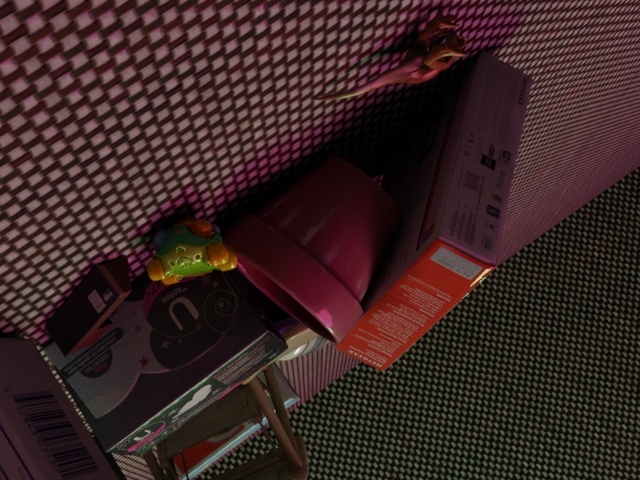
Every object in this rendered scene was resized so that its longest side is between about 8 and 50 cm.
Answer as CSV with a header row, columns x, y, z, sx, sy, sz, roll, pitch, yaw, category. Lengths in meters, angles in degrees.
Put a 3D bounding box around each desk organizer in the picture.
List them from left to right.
x,y,z,sx,sy,sz,roll,pitch,yaw,category
-0.259,0.076,1.249,0.130,0.047,0.050,-44,167,34,desk organizer

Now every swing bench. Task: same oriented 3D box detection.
x,y,z,sx,sy,sz,roll,pitch,yaw,category
-0.178,0.356,1.906,0.253,0.254,0.165,-25,169,10,swing bench

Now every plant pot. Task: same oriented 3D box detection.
x,y,z,sx,sy,sz,roll,pitch,yaw,category
0.000,0.000,1.376,0.180,0.201,0.201,-51,170,-10,plant pot

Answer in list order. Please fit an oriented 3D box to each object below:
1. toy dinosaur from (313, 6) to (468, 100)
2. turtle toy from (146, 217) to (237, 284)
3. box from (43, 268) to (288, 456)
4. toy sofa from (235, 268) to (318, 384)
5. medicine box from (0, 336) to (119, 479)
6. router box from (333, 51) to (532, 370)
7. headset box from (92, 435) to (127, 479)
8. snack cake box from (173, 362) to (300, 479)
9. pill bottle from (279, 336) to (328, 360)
x,y,z,sx,sy,sz,roll,pitch,yaw,category
0.107,-0.193,1.202,0.211,0.064,0.112,-25,165,-40,toy dinosaur
-0.148,0.009,1.253,0.095,0.066,0.130,-14,172,6,turtle toy
-0.193,0.135,1.372,0.247,0.163,0.142,-36,164,-2,box
0.003,0.052,1.619,0.362,0.150,0.177,-27,166,-36,toy sofa
-0.392,0.291,1.173,0.289,0.263,0.149,-38,167,10,medicine box
0.149,-0.038,1.446,0.301,0.082,0.335,-52,-164,51,router box
-0.498,0.473,1.913,0.293,0.110,0.218,-43,165,29,headset box
-0.191,0.322,2.088,0.264,0.152,0.089,-36,168,2,snack cake box
-0.058,0.160,1.954,0.108,0.108,0.180,-41,166,20,pill bottle
